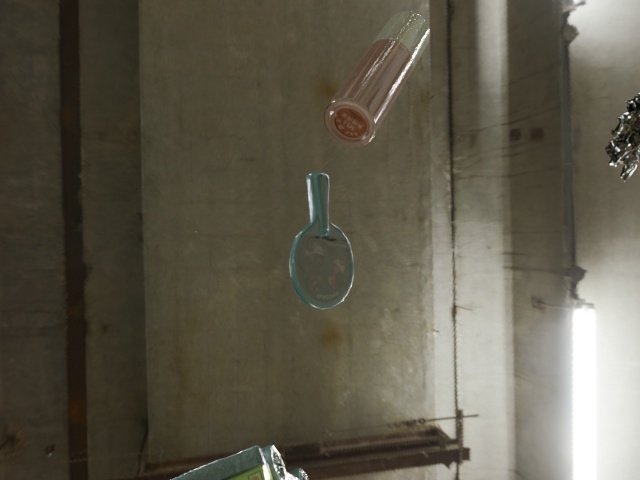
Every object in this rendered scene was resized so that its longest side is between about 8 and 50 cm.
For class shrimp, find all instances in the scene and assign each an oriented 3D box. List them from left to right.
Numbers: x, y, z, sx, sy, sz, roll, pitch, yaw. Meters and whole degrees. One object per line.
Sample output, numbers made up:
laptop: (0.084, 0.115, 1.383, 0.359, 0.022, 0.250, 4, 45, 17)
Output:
shrimp: (0.537, -0.254, 0.991, 0.365, 0.071, 0.233, -41, -47, -39)

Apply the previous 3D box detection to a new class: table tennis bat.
table tennis bat: (0.000, 0.000, 0.881, 0.124, 0.033, 0.201, -2, -91, -44)

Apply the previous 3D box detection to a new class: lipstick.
lipstick: (0.083, -0.227, 0.823, 0.070, 0.070, 0.254, 38, -131, -10)

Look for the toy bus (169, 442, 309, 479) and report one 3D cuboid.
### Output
toy bus: (-0.074, 0.389, 0.753, 0.152, 0.312, 0.190, -23, -124, 2)
